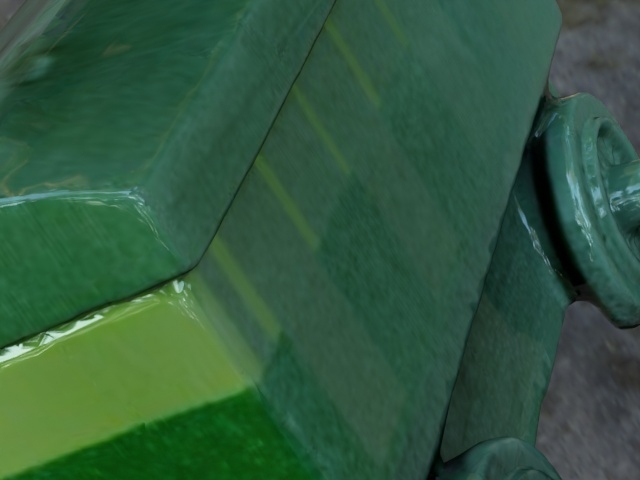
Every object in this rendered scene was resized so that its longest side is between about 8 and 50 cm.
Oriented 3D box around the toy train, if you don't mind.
[{"bbox_3d":[0.000,0.000,0.493,0.120,0.202,0.301,-21,25,29],"label":"toy train"}]
